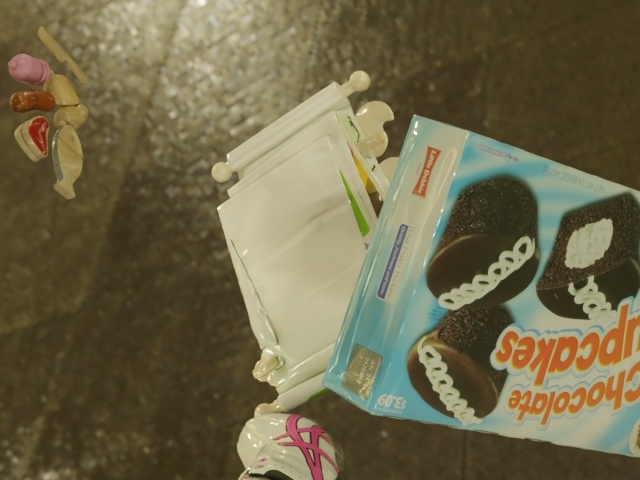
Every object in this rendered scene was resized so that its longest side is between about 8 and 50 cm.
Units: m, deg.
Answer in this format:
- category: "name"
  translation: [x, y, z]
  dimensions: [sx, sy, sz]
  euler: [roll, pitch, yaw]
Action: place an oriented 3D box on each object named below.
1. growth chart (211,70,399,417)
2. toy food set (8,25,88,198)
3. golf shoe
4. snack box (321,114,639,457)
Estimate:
- category: "growth chart"
  translation: [0.000, 0.000, 1.131]
  dimensions: [0.172, 0.021, 0.237]
  euler: [-24, 64, 22]
- category: "toy food set"
  translation: [-0.192, -0.090, 1.046]
  dimensions: [0.019, 0.078, 0.122]
  euler: [-23, 39, 21]
- category: "golf shoe"
  translation: [-0.023, 0.160, 1.021]
  dimensions: [0.186, 0.086, 0.067]
  euler: [35, 105, 61]
- category: "snack box"
  translation: [0.160, 0.044, 1.047]
  dimensions: [0.060, 0.322, 0.187]
  euler: [24, 97, 48]
